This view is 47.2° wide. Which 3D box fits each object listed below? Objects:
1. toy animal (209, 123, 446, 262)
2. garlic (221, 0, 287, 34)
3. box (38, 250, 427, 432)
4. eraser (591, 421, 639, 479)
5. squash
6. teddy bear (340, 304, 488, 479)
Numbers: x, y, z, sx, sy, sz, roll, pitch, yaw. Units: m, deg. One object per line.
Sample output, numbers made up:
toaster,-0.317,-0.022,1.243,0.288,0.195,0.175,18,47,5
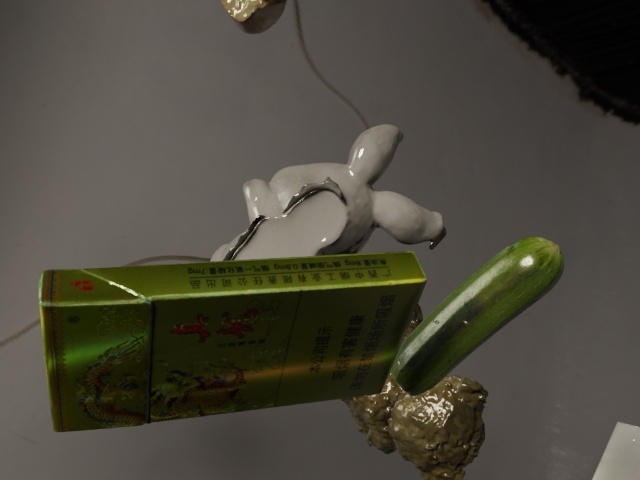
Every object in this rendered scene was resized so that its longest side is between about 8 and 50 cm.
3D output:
toy animal,-0.007,-0.004,0.952,0.325,0.154,0.208,-25,97,4
garlic,-0.100,-0.338,0.942,0.101,0.087,0.195,21,38,-61
box,-0.075,0.089,0.641,0.311,0.043,0.173,-2,134,-18
eraser,0.548,0.400,1.297,0.150,0.104,0.023,-54,125,-23
squash,0.161,0.080,0.774,0.066,0.066,0.229,32,113,-28
teddy bear,0.144,0.251,1.140,0.156,0.256,0.267,-15,123,-50
